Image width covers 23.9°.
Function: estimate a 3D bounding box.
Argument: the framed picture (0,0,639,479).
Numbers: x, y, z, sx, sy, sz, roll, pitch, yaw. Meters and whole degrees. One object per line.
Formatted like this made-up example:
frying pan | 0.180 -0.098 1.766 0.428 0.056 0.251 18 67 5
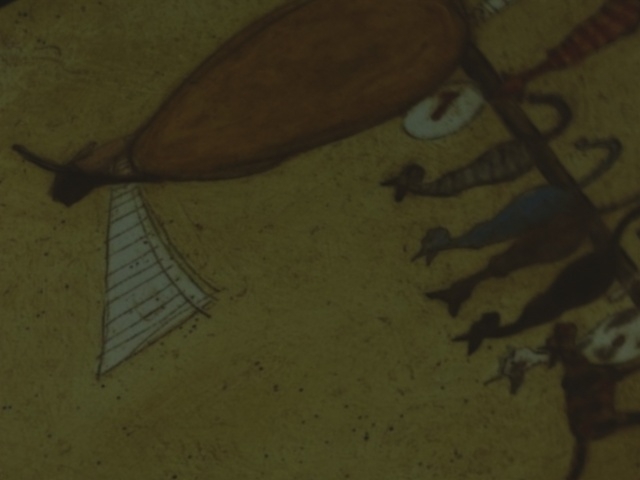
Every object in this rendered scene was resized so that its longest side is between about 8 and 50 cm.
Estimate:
framed picture | 0.000 0.000 0.456 0.339 0.014 0.255 -29 -107 -10
